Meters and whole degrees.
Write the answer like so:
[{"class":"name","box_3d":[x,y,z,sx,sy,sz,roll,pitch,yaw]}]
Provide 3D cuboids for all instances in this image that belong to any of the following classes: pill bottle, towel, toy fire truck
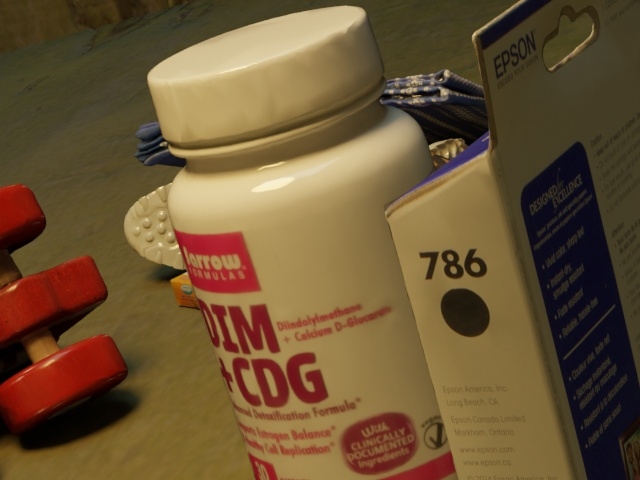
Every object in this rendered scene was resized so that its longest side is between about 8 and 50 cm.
[{"class":"pill bottle","box_3d":[0.002,0.014,1.157,0.160,0.283,0.160,-16,15,5]},{"class":"towel","box_3d":[0.023,-0.093,1.810,0.336,0.040,0.243,-8,-11,29]},{"class":"toy fire truck","box_3d":[-0.308,0.102,1.479,0.302,0.169,0.254,-27,-6,-32]}]

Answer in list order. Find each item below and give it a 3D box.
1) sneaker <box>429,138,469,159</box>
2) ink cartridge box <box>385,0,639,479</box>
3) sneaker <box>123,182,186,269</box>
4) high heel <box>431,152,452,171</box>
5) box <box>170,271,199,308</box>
[{"class":"sneaker","box_3d":[0.000,0.001,1.568,0.146,0.102,0.293,-5,13,41]},{"class":"ink cartridge box","box_3d":[0.113,0.046,0.838,0.065,0.333,0.165,-3,20,33]},{"class":"sneaker","box_3d":[-0.064,-0.028,1.775,0.235,0.090,0.095,-11,7,-5]},{"class":"high heel","box_3d":[0.080,-0.063,1.510,0.093,0.186,0.261,-42,4,31]},{"class":"box","box_3d":[-0.052,0.021,1.671,0.136,0.028,0.081,-29,19,-31]}]
